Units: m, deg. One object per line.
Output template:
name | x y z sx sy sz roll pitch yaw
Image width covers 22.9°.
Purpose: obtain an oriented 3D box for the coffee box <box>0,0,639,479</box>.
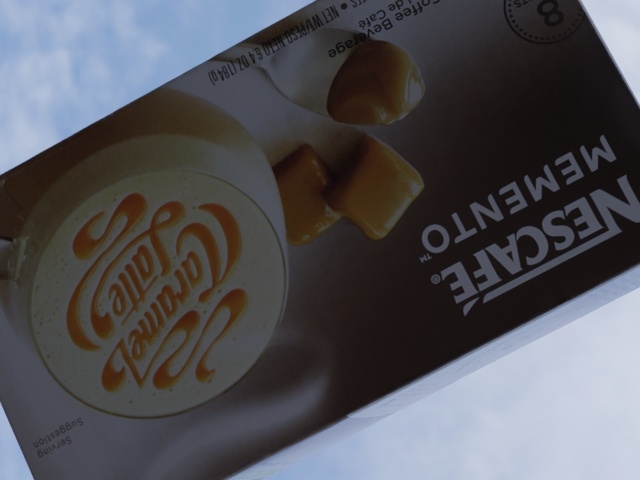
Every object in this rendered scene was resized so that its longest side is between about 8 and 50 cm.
coffee box | 0.000 0.000 0.587 0.246 0.098 0.141 -27 -102 7
